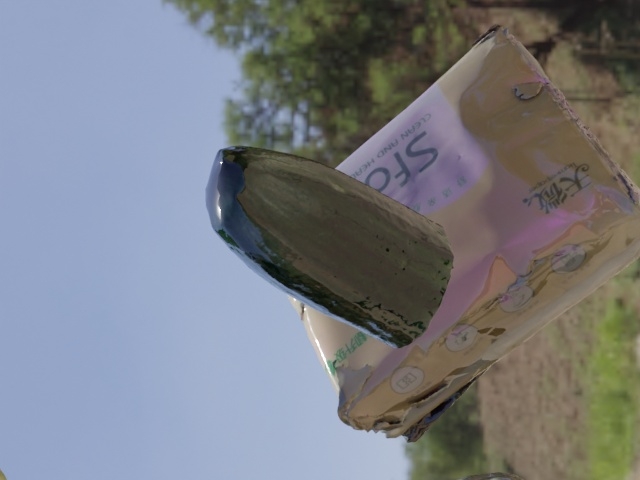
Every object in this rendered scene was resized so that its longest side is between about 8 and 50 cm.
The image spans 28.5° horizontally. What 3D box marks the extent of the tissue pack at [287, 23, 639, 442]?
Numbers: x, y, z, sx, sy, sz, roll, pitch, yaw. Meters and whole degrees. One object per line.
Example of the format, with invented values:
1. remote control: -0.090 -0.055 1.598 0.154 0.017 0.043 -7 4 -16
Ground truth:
1. tissue pack: 0.097 -0.002 0.931 0.123 0.256 0.215 38 -163 -49

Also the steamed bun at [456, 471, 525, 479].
1. steamed bun: 0.168 0.419 1.224 0.255 0.367 0.342 42 -153 -41

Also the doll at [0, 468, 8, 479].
1. doll: -0.245 0.207 0.763 0.141 0.117 0.296 -59 21 8

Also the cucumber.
1. cucumber: 0.000 0.000 0.422 0.105 0.048 0.048 27 -119 -42
